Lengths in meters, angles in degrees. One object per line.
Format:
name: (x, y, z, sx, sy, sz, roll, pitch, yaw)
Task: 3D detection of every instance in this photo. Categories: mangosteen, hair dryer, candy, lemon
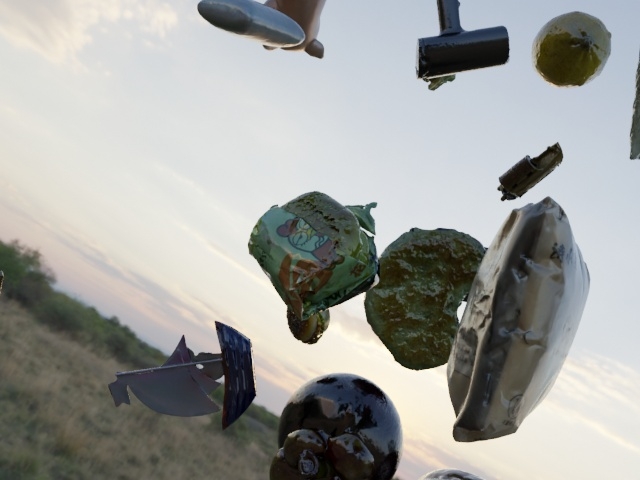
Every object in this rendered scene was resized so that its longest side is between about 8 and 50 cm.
mangosteen: (0.031, 0.466, 1.395, 0.307, 0.306, 0.347, 24, 24, 18)
hair dryer: (0.290, -0.480, 1.320, 0.197, 0.251, 0.089, -8, -12, 4)
candy: (-0.127, -0.409, 1.138, 0.138, 0.071, 0.174, 25, 17, 31)
lemon: (0.645, -0.489, 1.576, 0.192, 0.192, 0.231, 29, 12, 1)

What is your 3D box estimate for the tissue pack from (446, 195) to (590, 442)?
tissue pack: (0.333, 0.139, 1.046, 0.195, 0.389, 0.376, 19, -1, 25)

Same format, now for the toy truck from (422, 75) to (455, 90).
toy truck: (0.335, -0.463, 1.603, 0.077, 0.100, 0.169, 9, -21, -34)

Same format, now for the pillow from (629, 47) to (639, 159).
pillow: (0.637, -0.266, 1.170, 0.128, 0.229, 0.051, -10, 15, -34)

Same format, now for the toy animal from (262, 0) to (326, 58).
toy animal: (-0.078, -0.675, 1.722, 0.195, 0.256, 0.212, -3, 40, -26)

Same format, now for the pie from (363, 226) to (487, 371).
pie: (0.257, 0.138, 1.521, 0.297, 0.371, 0.078, 23, 2, 0)

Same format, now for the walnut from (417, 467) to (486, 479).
walnut: (0.319, 0.676, 1.379, 0.344, 0.306, 0.306, 41, -16, 7)

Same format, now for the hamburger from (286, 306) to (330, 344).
hamburger: (-0.034, 0.192, 1.517, 0.126, 0.082, 0.141, -42, -114, 48)

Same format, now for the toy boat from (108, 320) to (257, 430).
toy boat: (-0.274, 0.315, 1.297, 0.219, 0.318, 0.072, 60, -5, 3)

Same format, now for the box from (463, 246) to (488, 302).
box: (0.442, 0.099, 1.661, 0.311, 0.084, 0.198, 10, -29, -5)

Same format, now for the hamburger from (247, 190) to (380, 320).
hamburger: (0.003, -0.001, 1.017, 0.214, 0.235, 0.125, 56, -3, 35)

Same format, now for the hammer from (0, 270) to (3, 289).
hammer: (-0.446, 0.090, 0.836, 0.029, 0.014, 0.122, 39, -56, 19)

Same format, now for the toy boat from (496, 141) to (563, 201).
toy boat: (0.594, -0.198, 1.746, 0.088, 0.068, 0.226, 24, -48, -29)
